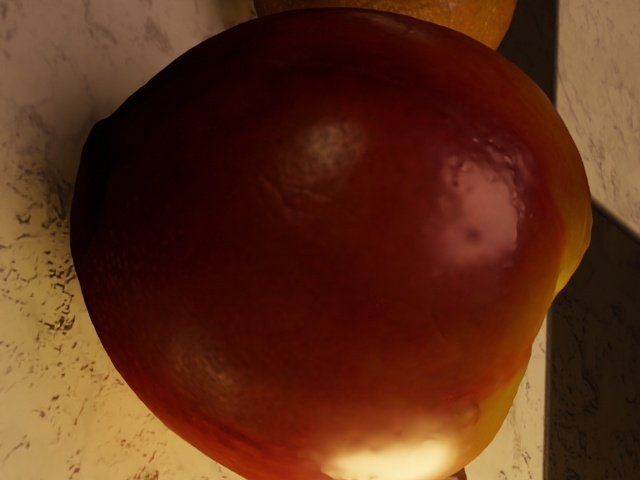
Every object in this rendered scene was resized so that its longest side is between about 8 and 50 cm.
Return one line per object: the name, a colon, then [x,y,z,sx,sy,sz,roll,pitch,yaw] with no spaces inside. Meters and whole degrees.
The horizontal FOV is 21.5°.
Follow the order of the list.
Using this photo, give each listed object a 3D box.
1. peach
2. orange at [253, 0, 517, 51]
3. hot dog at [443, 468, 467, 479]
peach: [0.000,0.000,1.261,0.388,0.388,0.388,19,67,-56]
orange: [0.054,-0.252,1.526,0.264,0.264,0.264,19,67,-56]
hot dog: [0.039,0.180,1.477,0.150,0.153,0.256,-1,71,-30]
